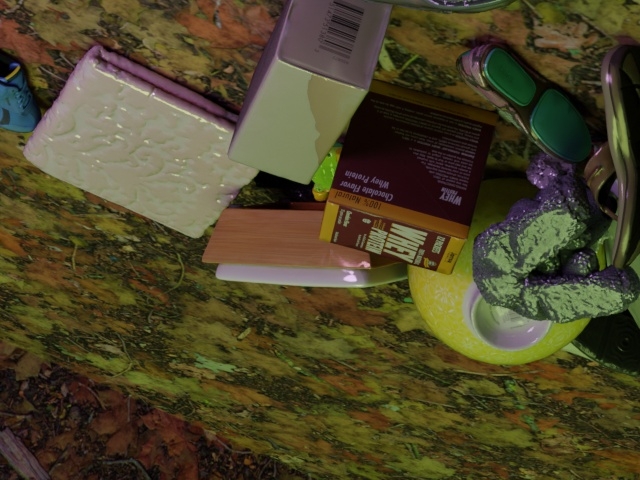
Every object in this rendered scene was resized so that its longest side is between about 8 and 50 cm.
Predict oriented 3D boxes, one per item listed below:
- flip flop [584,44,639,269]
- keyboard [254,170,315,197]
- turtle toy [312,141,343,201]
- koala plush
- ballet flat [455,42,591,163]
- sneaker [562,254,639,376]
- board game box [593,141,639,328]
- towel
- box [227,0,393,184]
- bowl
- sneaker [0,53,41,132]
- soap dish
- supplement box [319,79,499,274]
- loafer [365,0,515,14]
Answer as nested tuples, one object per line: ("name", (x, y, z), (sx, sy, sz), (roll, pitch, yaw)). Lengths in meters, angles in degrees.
("flip flop", (0.359, -0.101, 1.856), (0.080, 0.112, 0.277), (5, 117, 35))
("keyboard", (-0.025, -0.099, 2.350), (0.180, 0.023, 0.108), (5, 148, 26))
("turtle toy", (0.039, -0.106, 2.229), (0.130, 0.066, 0.095), (7, 129, 23))
("koala plush", (0.314, -0.015, 2.027), (0.203, 0.221, 0.196), (-21, 112, 34))
("ballet flat", (0.254, -0.176, 1.942), (0.221, 0.077, 0.079), (36, 169, -30))
("sneaker", (0.371, 0.103, 2.440), (0.447, 0.169, 0.257), (17, 172, -6))
("board game box", (0.489, 0.100, 2.062), (0.050, 0.390, 0.390), (-25, 148, -1))
("towel", (-0.260, -0.143, 2.318), (0.317, 0.053, 0.332), (24, 147, -17))
("box", (-0.018, -0.203, 1.953), (0.121, 0.148, 0.311), (19, 158, -7))
("bowl", (0.267, 0.072, 2.182), (0.289, 0.156, 0.290), (1, 116, 3))
("sneaker", (-0.467, -0.224, 2.295), (0.082, 0.069, 0.209), (-1, 152, 26))
("soap dish", (0.000, 0.000, 2.336), (0.290, 0.118, 0.229), (2, -174, 29))
("supplement box", (0.117, -0.085, 2.065), (0.191, 0.194, 0.129), (15, 157, 1))
("loafer", (0.121, -0.302, 1.732), (0.267, 0.096, 0.084), (10, 177, 32))
